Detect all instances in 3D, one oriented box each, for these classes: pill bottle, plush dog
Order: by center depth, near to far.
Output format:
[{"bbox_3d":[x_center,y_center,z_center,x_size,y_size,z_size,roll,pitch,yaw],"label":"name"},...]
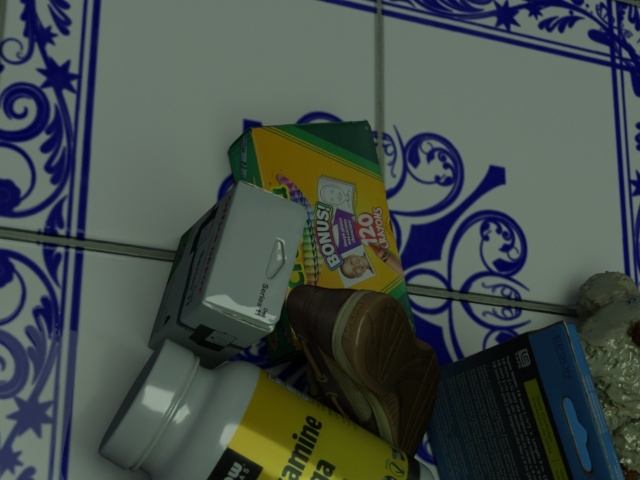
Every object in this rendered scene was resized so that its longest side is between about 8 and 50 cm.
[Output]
[{"bbox_3d":[-0.059,0.248,1.382,0.334,0.188,0.188,31,63,-8],"label":"pill bottle"},{"bbox_3d":[0.394,0.192,1.639,0.262,0.210,0.225,-39,116,-30],"label":"plush dog"}]

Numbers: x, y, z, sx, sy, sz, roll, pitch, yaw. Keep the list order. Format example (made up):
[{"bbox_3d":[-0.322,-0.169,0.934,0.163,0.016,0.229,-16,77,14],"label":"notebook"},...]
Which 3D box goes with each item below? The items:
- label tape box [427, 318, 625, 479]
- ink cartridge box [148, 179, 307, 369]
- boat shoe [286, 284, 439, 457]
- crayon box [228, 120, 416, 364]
[{"bbox_3d":[0.255,0.229,1.458,0.105,0.333,0.241,-11,79,-28],"label":"label tape box"},{"bbox_3d":[-0.105,0.042,1.420,0.086,0.208,0.153,22,65,-16],"label":"ink cartridge box"},{"bbox_3d":[0.044,0.146,1.441,0.123,0.342,0.123,16,69,25],"label":"boat shoe"},{"bbox_3d":[0.000,0.000,1.557,0.165,0.081,0.279,-6,76,-27],"label":"crayon box"}]
